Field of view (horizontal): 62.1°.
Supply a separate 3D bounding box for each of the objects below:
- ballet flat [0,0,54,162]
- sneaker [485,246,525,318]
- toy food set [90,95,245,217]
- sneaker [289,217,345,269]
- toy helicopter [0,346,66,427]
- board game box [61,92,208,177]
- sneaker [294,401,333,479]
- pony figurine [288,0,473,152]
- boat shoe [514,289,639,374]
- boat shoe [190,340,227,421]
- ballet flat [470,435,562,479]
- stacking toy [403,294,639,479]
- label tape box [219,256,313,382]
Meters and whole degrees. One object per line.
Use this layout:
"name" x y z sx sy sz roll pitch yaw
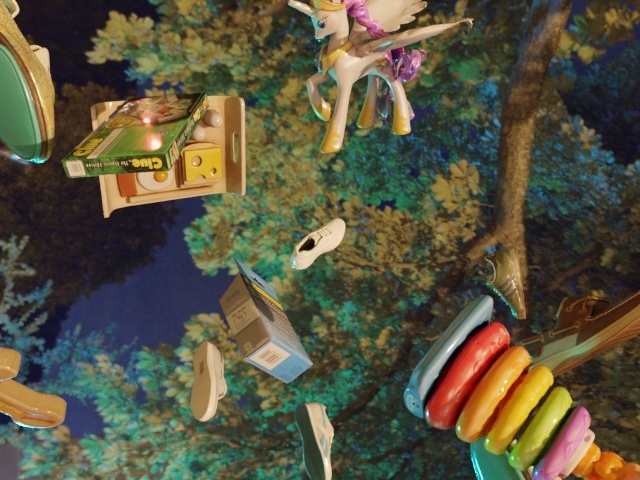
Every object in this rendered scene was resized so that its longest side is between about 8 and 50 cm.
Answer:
"ballet flat" -0.457 -0.285 0.748 0.123 0.349 0.123 -20 -155 9
"sneaker" 0.469 0.112 1.356 0.086 0.064 0.192 -8 -74 20
"toy food set" -0.301 -0.175 1.096 0.092 0.306 0.220 36 -49 52
"sneaker" 0.000 0.000 1.116 0.053 0.152 0.061 41 -26 16
"toy helicopter" -0.541 0.221 0.808 0.234 0.355 0.140 -18 -130 10
"board game box" -0.254 -0.161 0.772 0.260 0.136 0.030 -87 176 -58
"sneaker" -0.001 0.579 1.527 0.087 0.092 0.229 -32 -118 40
"pony figurine" 0.118 -0.409 1.178 0.303 0.350 0.364 -116 -166 -52
"boat shoe" 0.522 0.166 1.059 0.342 0.123 0.123 -56 -132 46
"boat shoe" -0.214 0.280 1.045 0.066 0.063 0.184 -48 -150 13
"ballet flat" 0.356 0.450 0.764 0.139 0.139 0.400 -44 -129 29
"stacking toy" 0.267 0.227 0.656 0.301 0.175 0.166 35 -111 28
"label tape box" -0.182 0.240 1.601 0.106 0.240 0.334 -38 -131 5
